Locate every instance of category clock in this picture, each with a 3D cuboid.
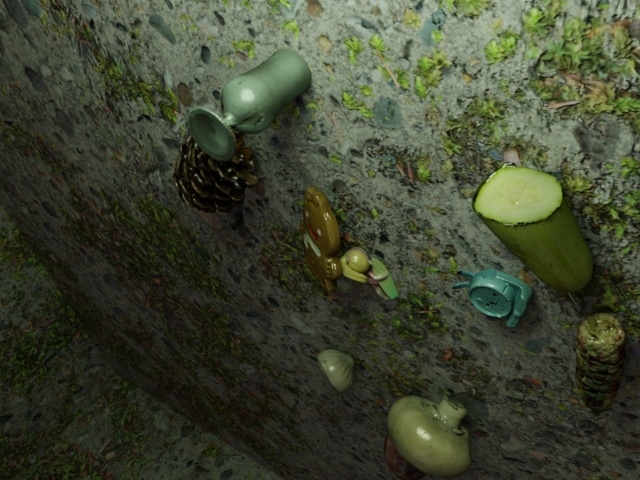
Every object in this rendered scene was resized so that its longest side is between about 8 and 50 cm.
[{"bbox_3d":[0.334,0.103,1.188,0.147,0.045,0.108,27,145,19],"label":"clock"}]

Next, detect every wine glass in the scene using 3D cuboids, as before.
[{"bbox_3d":[-0.115,-0.240,1.037,0.103,0.231,0.103,27,144,21],"label":"wine glass"}]

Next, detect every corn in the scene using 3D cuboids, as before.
[{"bbox_3d":[0.521,0.234,1.127,0.086,0.086,0.253,14,142,34],"label":"corn"}]

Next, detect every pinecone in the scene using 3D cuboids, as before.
[{"bbox_3d":[-0.222,-0.158,1.304,0.204,0.179,0.184,-40,56,40],"label":"pinecone"}]

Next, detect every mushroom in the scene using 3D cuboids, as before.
[{"bbox_3d":[0.302,0.500,1.587,0.246,0.202,0.246,35,-167,-9],"label":"mushroom"}]

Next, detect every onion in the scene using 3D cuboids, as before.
[{"bbox_3d":[0.260,0.631,1.841,0.195,0.159,0.160,49,164,49],"label":"onion"}]

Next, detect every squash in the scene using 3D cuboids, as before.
[{"bbox_3d":[0.376,0.011,0.965,0.287,0.137,0.137,46,147,-18],"label":"squash"}]

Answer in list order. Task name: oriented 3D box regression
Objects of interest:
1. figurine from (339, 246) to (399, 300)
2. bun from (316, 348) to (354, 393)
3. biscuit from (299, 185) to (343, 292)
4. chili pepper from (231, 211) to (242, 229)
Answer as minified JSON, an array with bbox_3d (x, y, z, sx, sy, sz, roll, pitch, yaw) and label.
[{"bbox_3d":[0.110,0.084,1.369,0.083,0.083,0.187,-5,137,48],"label":"figurine"},{"bbox_3d":[0.057,0.370,1.758,0.138,0.094,0.138,60,178,3],"label":"bun"},{"bbox_3d":[-0.003,0.001,1.331,0.249,0.035,0.184,94,152,-46],"label":"biscuit"},{"bbox_3d":[-0.217,-0.046,1.580,0.027,0.022,0.083,9,151,-16],"label":"chili pepper"}]
